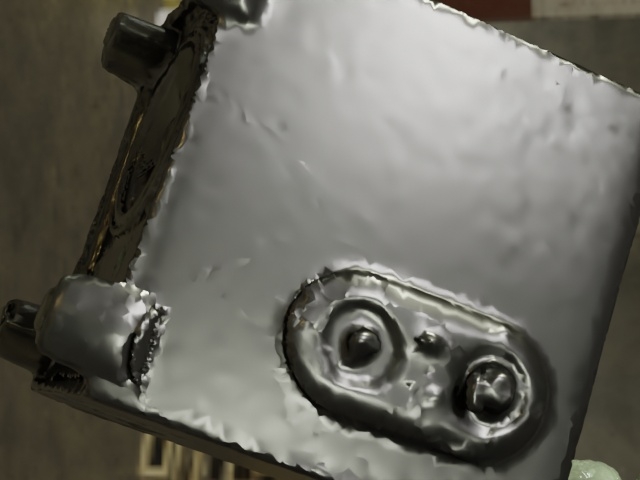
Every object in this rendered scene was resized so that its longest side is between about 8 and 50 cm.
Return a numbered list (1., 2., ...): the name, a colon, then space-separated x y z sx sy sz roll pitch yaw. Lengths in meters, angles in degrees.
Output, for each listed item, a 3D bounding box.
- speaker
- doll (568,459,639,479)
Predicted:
1. speaker: 0.000 0.000 0.689 0.184 0.254 0.232 -16 -127 68
2. doll: 0.196 0.238 1.156 0.071 0.214 0.103 49 25 -38
